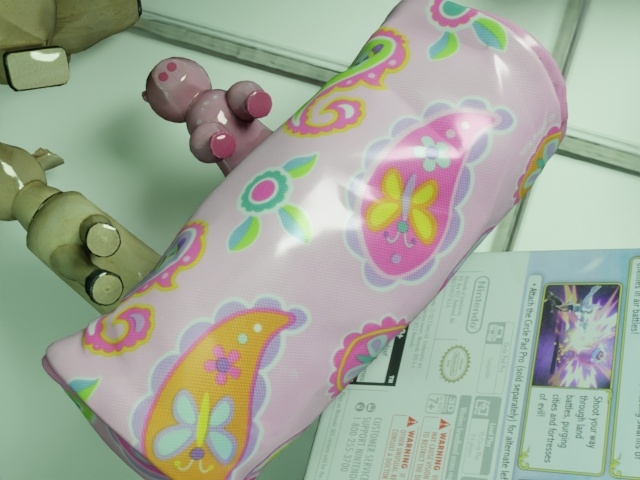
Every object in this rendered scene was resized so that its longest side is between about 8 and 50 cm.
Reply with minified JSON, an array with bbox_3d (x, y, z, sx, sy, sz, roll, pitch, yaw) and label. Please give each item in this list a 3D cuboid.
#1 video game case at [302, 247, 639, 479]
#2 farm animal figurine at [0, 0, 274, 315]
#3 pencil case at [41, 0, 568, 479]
[{"bbox_3d":[0.109,0.129,0.441,0.244,0.061,0.270,-2,55,29],"label":"video game case"},{"bbox_3d":[-0.170,-0.104,0.531,0.326,0.172,0.331,5,97,-29],"label":"farm animal figurine"},{"bbox_3d":[0.000,0.000,0.477,0.124,0.124,0.284,41,78,7],"label":"pencil case"}]
